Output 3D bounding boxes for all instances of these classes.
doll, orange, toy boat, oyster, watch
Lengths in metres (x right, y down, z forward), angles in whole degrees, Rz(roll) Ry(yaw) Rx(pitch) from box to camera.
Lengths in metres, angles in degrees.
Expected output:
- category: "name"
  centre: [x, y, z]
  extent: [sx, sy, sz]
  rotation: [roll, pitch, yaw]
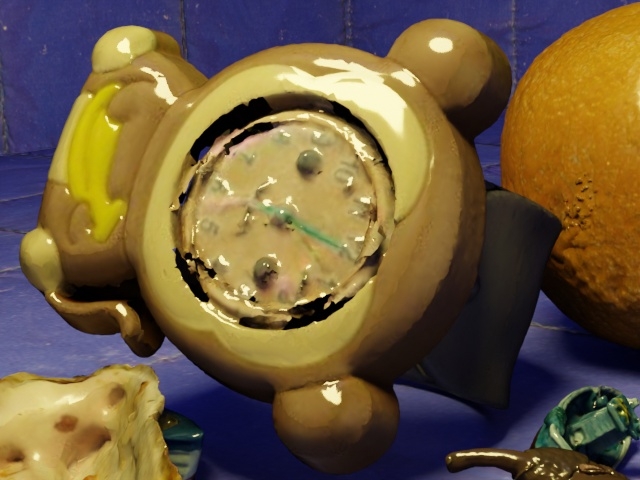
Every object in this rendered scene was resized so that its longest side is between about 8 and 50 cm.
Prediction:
- category: "doll"
  centre: [0.171, 0.160, 0.854]
  extent: [0.165, 0.057, 0.139]
  rotation: [2, 7, -20]
- category: "orange"
  centre: [0.325, -0.053, 1.226]
  extent: [0.322, 0.322, 0.357]
  rotation: [-10, 9, -31]
- category: "toy boat"
  centre: [-0.158, 0.139, 1.070]
  extent: [0.080, 0.046, 0.228]
  rotation: [-13, 15, -43]
- category: "toy boat"
  centre: [0.185, 0.129, 0.980]
  extent: [0.060, 0.060, 0.137]
  rotation: [-30, -9, 26]
- category: "oyster"
  centre: [-0.192, 0.160, 0.859]
  extent: [0.221, 0.096, 0.361]
  rotation: [-10, 12, -8]
- category: "watch"
  centre: [0.000, 0.000, 1.099]
  extent: [0.335, 0.314, 0.327]
  rotation: [16, -5, 18]

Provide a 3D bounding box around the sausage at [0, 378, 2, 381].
- category: "sausage"
  centre: [-0.276, 0.131, 1.071]
  extent: [0.194, 0.077, 0.077]
  rotation: [4, 13, 37]
